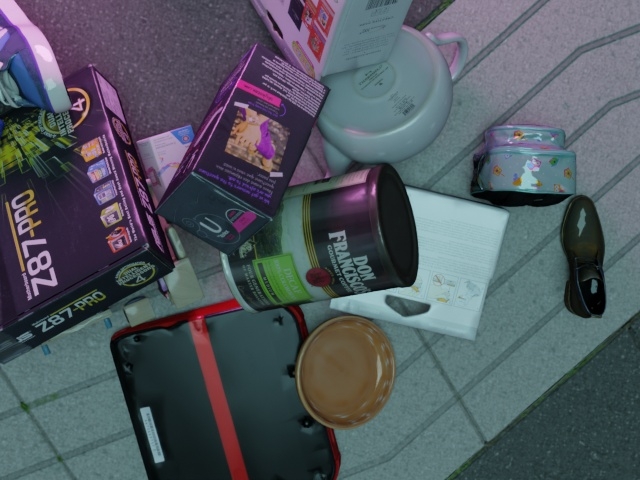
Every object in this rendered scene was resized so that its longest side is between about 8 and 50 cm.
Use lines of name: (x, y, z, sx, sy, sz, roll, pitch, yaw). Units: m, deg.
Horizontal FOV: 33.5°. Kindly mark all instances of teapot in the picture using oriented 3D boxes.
teapot: (0.114, -0.228, 1.775, 0.256, 0.187, 0.252, -3, 68, 17)

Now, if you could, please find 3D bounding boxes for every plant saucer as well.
plant saucer: (0.040, 0.230, 1.865, 0.200, 0.037, 0.200, 0, 90, -28)

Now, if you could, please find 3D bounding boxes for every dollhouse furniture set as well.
dollhouse furniture set: (-0.381, 0.049, 1.720, 0.303, 0.286, 0.198, -24, 98, -12)

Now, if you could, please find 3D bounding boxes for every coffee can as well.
coffee can: (0.000, 0.000, 1.739, 0.275, 0.201, 0.201, -11, 99, 21)

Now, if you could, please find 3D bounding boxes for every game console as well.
game console: (-0.161, 0.304, 1.891, 0.342, 0.060, 0.386, -14, 98, 2)

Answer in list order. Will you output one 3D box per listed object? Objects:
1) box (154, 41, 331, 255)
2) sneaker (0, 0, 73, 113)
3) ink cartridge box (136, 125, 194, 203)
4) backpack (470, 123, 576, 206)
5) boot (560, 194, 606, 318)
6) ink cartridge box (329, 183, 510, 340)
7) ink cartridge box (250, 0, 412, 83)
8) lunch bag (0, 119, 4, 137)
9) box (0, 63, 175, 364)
box: (-0.117, -0.139, 1.634, 0.143, 0.165, 0.270, 32, 58, -14)
sneaker: (-0.546, -0.258, 1.665, 0.236, 0.323, 0.130, -28, 139, -16)
ink cartridge box: (-0.247, -0.124, 1.806, 0.088, 0.052, 0.122, -24, 102, -36)
backpack: (0.348, -0.124, 1.795, 0.166, 0.188, 0.144, 5, 97, -4)
boot: (0.474, 0.033, 1.865, 0.082, 0.106, 0.219, -4, 98, -3)
ink cartridge box: (0.170, 0.029, 1.869, 0.275, 0.060, 0.238, 13, 98, -5)
ink cartridge box: (-0.001, -0.425, 1.676, 0.130, 0.272, 0.309, -19, 65, -25)
lunch bag: (-0.590, -0.148, 1.687, 0.151, 0.096, 0.128, 13, 70, 12)
box: (-0.428, -0.049, 1.674, 0.318, 0.097, 0.395, -29, 57, 10)
